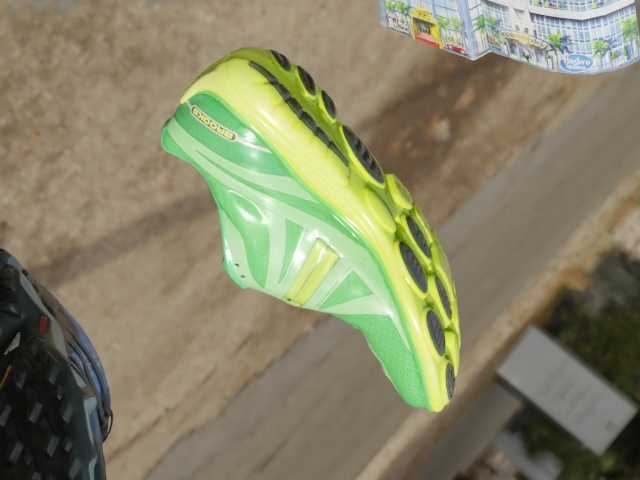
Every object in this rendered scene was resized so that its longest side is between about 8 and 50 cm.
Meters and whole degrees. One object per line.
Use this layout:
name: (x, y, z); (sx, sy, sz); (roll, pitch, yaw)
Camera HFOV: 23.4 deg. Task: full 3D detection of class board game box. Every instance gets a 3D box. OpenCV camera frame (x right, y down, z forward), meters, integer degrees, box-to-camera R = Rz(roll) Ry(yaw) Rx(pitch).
board game box: (0.093, -0.205, 0.913); (0.060, 0.194, 0.194); (-29, 122, -22)

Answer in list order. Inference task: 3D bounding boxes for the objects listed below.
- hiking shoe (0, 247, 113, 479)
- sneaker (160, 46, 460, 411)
hiking shoe: (-0.190, 0.129, 1.121); (0.113, 0.304, 0.132); (-38, 132, 12)
sneaker: (0.000, 0.000, 1.091); (0.123, 0.295, 0.109); (-29, -164, 27)
